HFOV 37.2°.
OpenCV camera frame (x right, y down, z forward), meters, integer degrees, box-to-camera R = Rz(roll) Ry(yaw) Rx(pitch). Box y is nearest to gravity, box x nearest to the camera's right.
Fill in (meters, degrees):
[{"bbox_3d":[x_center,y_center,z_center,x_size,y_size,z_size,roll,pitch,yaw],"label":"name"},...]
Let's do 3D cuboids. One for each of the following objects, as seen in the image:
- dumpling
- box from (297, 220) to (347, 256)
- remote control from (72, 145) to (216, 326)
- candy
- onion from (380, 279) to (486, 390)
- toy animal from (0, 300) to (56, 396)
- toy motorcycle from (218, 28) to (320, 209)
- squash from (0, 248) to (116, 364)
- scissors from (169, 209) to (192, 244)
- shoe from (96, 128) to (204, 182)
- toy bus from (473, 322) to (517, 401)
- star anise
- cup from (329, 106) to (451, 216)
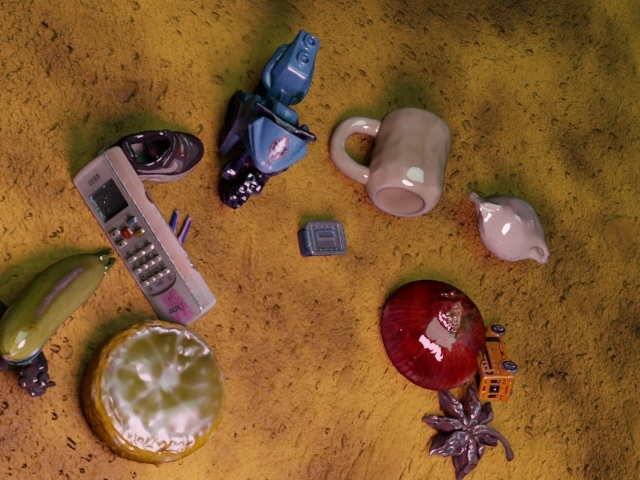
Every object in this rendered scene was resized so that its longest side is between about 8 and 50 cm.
[{"bbox_3d":[0.451,-0.037,2.278,0.258,0.147,0.193,38,16,-5],"label":"dumpling"},{"bbox_3d":[0.000,0.000,2.001,0.099,0.054,0.074,-1,77,-35],"label":"box"},{"bbox_3d":[-0.320,0.002,1.724,0.050,0.145,0.344,-35,95,-41],"label":"remote control"},{"bbox_3d":[-0.292,0.266,1.678,0.260,0.118,0.260,12,64,-27],"label":"candy"},{"bbox_3d":[0.243,0.197,2.035,0.248,0.161,0.248,-1,75,4],"label":"onion"},{"bbox_3d":[-0.541,0.169,1.568,0.233,0.084,0.148,56,35,2],"label":"toy animal"},{"bbox_3d":[-0.084,-0.253,1.917,0.172,0.232,0.416,31,59,-19],"label":"toy motorcycle"},{"bbox_3d":[-0.448,0.090,1.613,0.094,0.094,0.341,49,34,-11],"label":"squash"},{"bbox_3d":[-0.280,-0.005,1.834,0.039,0.012,0.113,29,60,-24],"label":"scissors"},{"bbox_3d":[-0.309,-0.167,1.807,0.227,0.112,0.099,-15,82,-35],"label":"shoe"},{"bbox_3d":[0.379,0.268,2.122,0.088,0.083,0.194,1,32,-3],"label":"toy bus"},{"bbox_3d":[0.327,0.418,2.066,0.231,0.089,0.209,3,80,-22],"label":"star anise"},{"bbox_3d":[0.163,-0.188,2.102,0.255,0.173,0.202,29,58,-24],"label":"cup"}]
